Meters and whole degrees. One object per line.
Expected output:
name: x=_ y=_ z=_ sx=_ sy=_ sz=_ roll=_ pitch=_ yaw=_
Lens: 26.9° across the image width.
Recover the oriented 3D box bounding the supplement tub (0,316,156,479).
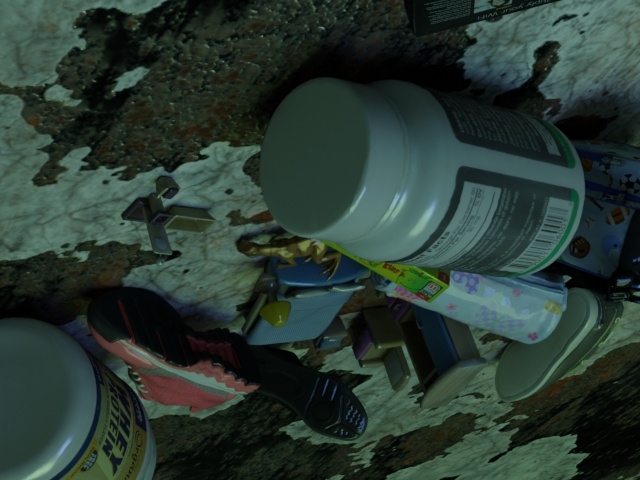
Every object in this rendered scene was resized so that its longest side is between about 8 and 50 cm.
supplement tub: x=-0.359 y=0.255 z=1.787 sx=0.228 sy=0.228 sz=0.316 roll=-22 pitch=154 yaw=4

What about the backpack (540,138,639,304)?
backpack: x=0.367 y=-0.027 z=1.743 sx=0.263 sy=0.213 sz=0.276 roll=10 pitch=179 yaw=40

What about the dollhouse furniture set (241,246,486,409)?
dollhouse furniture set: x=0.027 y=0.159 z=1.907 sx=0.303 sy=0.198 sz=0.286 roll=-5 pitch=150 yaw=-26

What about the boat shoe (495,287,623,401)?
boat shoe: x=0.412 y=0.189 z=2.337 sx=0.091 sy=0.109 sz=0.305 roll=3 pitch=142 yaw=-30

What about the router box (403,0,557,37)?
router box: x=0.220 y=-0.299 z=1.210 sx=0.308 sy=0.081 sz=0.243 roll=-14 pitch=166 yaw=1

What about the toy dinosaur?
toy dinosaur: x=0.000 y=0.000 z=1.735 sx=0.211 sy=0.064 sz=0.112 roll=-21 pitch=153 yaw=1

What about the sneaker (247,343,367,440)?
sneaker: x=-0.024 y=0.223 z=2.019 sx=0.087 sy=0.227 sz=0.130 roll=-66 pitch=168 yaw=3

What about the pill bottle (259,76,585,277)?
pill bottle: x=0.119 y=-0.070 z=1.523 sx=0.361 sy=0.204 sz=0.204 roll=9 pitch=142 yaw=-44

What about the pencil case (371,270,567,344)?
pencil case: x=0.201 y=0.050 z=1.821 sx=0.273 sy=0.114 sz=0.124 roll=22 pitch=137 yaw=-24

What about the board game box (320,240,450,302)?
board game box: x=0.078 y=-0.007 z=1.653 sx=0.181 sy=0.092 sz=0.043 roll=30 pitch=133 yaw=-18

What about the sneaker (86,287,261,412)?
sneaker: x=-0.216 y=0.171 z=1.811 sx=0.136 sy=0.116 sz=0.314 roll=-37 pitch=141 yaw=20

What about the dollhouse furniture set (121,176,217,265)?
dollhouse furniture set: x=-0.156 y=-0.013 z=1.577 sx=0.114 sy=0.081 sz=0.091 roll=7 pitch=143 yaw=-43
